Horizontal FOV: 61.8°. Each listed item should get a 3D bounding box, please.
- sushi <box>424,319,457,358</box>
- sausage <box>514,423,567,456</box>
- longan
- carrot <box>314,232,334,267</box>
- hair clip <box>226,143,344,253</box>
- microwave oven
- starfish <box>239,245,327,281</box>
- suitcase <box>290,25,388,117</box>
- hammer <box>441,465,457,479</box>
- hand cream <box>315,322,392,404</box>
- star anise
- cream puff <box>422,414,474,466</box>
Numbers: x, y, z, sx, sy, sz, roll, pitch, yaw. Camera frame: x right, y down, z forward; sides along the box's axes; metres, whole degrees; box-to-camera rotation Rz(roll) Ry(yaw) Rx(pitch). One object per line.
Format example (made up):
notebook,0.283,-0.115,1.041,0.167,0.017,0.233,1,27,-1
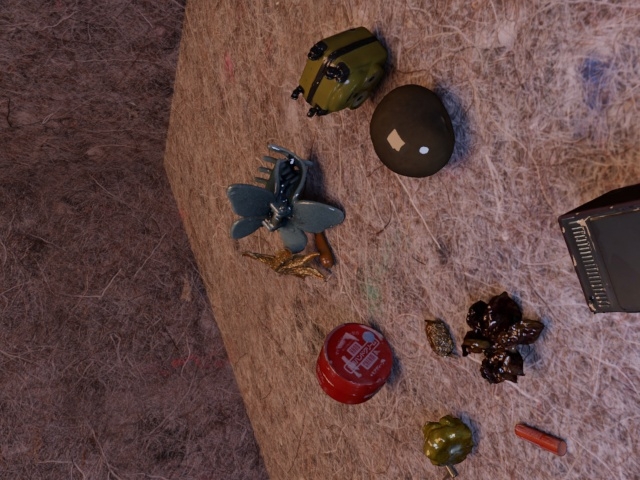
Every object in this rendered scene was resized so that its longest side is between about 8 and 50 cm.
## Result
sushi,0.316,0.259,1.401,0.055,0.052,0.120,113,141,-70
sausage,0.479,0.436,1.180,0.129,0.034,0.034,3,104,62
longan,0.211,-0.246,1.239,0.220,0.197,0.196,64,150,14
carrot,0.000,0.000,1.902,0.048,0.048,0.216,-55,49,55
hair clip,-0.144,-0.141,1.868,0.318,0.392,0.238,121,156,-51
microwave oven,0.518,-0.001,0.771,0.247,0.188,0.178,-16,92,59
starfish,-0.096,0.096,1.932,0.293,0.301,0.084,-10,55,51
suitcase,0.059,-0.437,1.413,0.143,0.235,0.194,50,147,10
hammer,0.358,0.676,1.525,0.035,0.019,0.110,56,148,36
hand cream,0.101,0.385,1.669,0.230,0.230,0.149,60,147,31
star anise,0.387,0.227,1.176,0.190,0.126,0.220,36,129,47
cream puff,0.327,0.516,1.405,0.116,0.146,0.146,-115,25,-59
